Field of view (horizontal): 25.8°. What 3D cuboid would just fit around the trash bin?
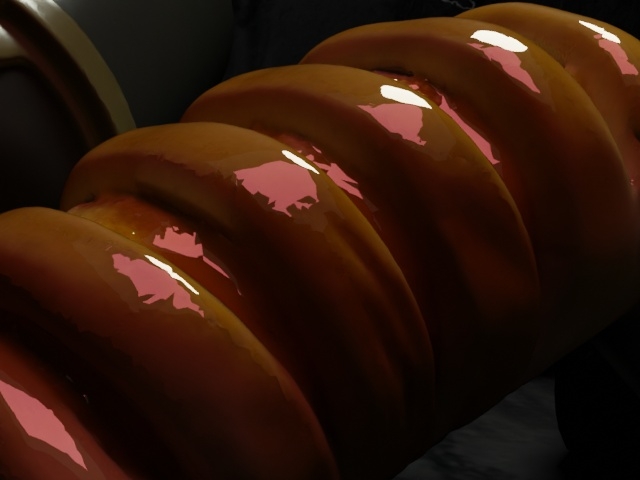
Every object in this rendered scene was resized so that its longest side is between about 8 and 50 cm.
[{"bbox_3d":[-0.169,-0.059,0.687,0.214,0.214,0.334,6,27,12],"label":"trash bin"}]

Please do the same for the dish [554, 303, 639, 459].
[{"bbox_3d":[0.132,0.060,0.604,0.078,0.141,0.141,-40,6,5],"label":"dish"}]

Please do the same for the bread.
[{"bbox_3d":[0.000,0.000,0.488,0.311,0.121,0.172,-31,25,-32],"label":"bread"}]
